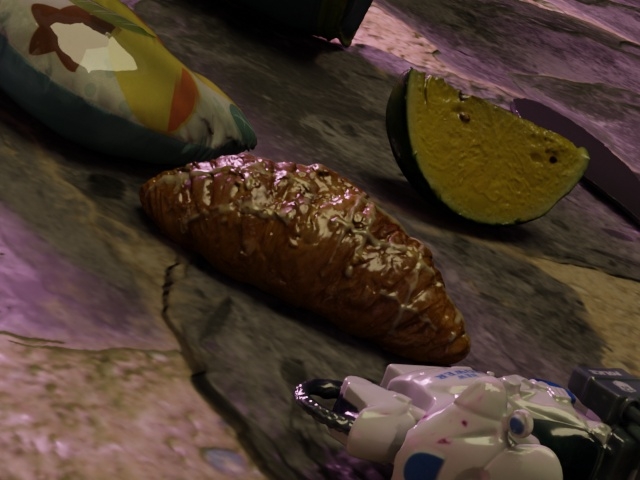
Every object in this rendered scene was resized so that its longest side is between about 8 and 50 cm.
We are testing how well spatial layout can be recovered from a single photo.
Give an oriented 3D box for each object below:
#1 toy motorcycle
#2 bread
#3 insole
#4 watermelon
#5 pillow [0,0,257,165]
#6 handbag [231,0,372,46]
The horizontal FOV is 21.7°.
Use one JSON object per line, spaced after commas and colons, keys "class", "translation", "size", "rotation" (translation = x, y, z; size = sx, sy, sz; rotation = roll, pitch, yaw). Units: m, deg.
{"class": "toy motorcycle", "translation": [0.100, 0.111, 0.893], "size": [0.221, 0.102, 0.150], "rotation": [6, 18, -41]}
{"class": "bread", "translation": [0.000, 0.000, 1.055], "size": [0.233, 0.076, 0.105], "rotation": [29, 24, 1]}
{"class": "insole", "translation": [0.274, -0.054, 1.557], "size": [0.110, 0.012, 0.309], "rotation": [7, 30, -42]}
{"class": "watermelon", "translation": [0.120, -0.053, 1.291], "size": [0.181, 0.092, 0.075], "rotation": [24, 35, -29]}
{"class": "pillow", "translation": [-0.162, -0.131, 1.169], "size": [0.214, 0.086, 0.233], "rotation": [17, 19, -50]}
{"class": "handbag", "translation": [-0.031, -0.338, 1.515], "size": [0.241, 0.263, 0.222], "rotation": [25, -6, 3]}
